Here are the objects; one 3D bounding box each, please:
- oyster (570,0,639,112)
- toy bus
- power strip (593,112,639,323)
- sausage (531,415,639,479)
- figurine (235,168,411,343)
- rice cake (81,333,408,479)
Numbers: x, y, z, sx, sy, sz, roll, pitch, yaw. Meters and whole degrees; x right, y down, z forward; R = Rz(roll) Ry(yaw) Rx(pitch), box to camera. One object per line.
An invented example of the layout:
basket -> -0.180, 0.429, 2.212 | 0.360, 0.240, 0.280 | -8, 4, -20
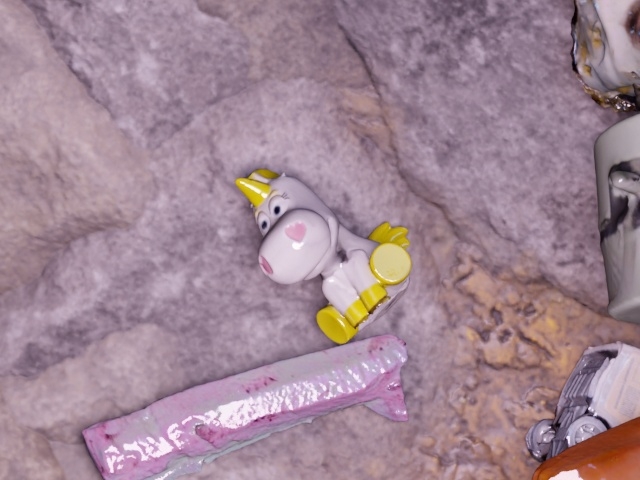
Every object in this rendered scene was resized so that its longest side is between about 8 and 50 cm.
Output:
oyster -> 0.320, -0.182, 1.782 | 0.214, 0.083, 0.223 | -2, 64, -20
toy bus -> 0.233, 0.261, 1.693 | 0.138, 0.097, 0.342 | 21, 77, -15
power strip -> 0.392, -0.023, 1.639 | 0.357, 0.357, 0.161 | -2, 81, -12
sausage -> 0.317, 0.182, 1.633 | 0.348, 0.094, 0.097 | -19, 94, -22
figurine -> -0.003, 0.003, 1.680 | 0.178, 0.109, 0.130 | 30, 33, -12
rice cake -> -0.058, 0.152, 1.669 | 0.290, 0.051, 0.081 | -15, 84, -13
